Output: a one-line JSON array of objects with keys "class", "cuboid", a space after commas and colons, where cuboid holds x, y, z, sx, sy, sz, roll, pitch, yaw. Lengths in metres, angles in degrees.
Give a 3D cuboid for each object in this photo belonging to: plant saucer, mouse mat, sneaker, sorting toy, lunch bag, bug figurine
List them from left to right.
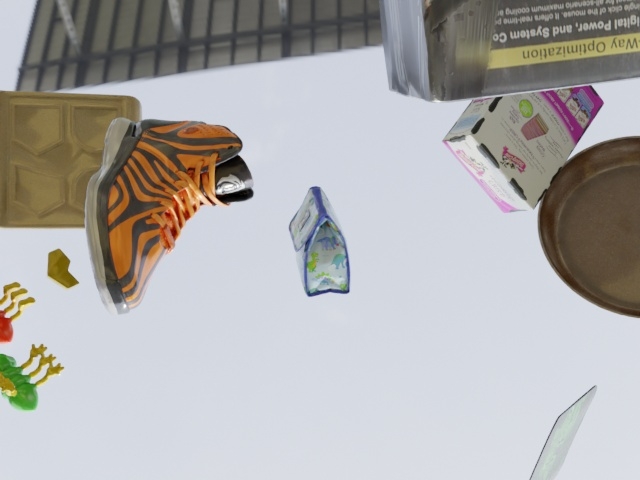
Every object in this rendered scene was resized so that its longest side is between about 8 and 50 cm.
[{"class": "bug figurine", "cuboid": [-0.442, 0.139, 1.105, 0.216, 0.072, 0.279, 40, -148, 27]}, {"class": "sorting toy", "cuboid": [-0.376, -0.071, 1.423, 0.229, 0.041, 0.307, 1, -102, -20]}, {"class": "sneaker", "cuboid": [-0.171, -0.051, 1.136, 0.180, 0.124, 0.321, -5, -135, 2]}, {"class": "lunch bag", "cuboid": [0.000, 0.000, 1.593, 0.096, 0.151, 0.129, -4, -154, -7]}, {"class": "mouse mat", "cuboid": [0.353, 0.313, 1.432, 0.007, 0.189, 0.153, 30, -150, 29]}, {"class": "plant saucer", "cuboid": [0.479, -0.016, 1.419, 0.311, 0.050, 0.310, -4, -119, 8]}]

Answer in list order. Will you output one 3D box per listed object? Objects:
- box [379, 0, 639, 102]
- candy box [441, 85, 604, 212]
[{"class": "box", "cuboid": [0.215, -0.243, 0.435, 0.395, 0.318, 0.097, -9, -168, -7]}, {"class": "candy box", "cuboid": [0.306, -0.178, 1.432, 0.159, 0.071, 0.233, 47, -115, -20]}]
